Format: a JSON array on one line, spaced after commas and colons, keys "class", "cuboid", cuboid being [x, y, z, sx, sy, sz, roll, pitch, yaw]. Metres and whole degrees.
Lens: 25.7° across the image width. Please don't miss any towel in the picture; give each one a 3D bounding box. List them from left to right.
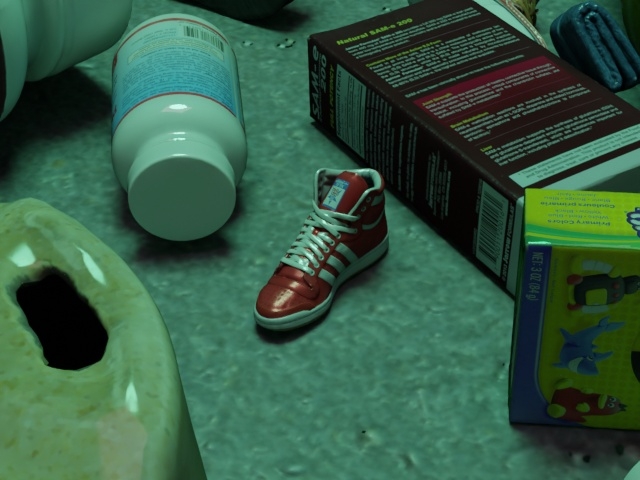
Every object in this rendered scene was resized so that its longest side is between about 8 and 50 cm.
[{"class": "towel", "cuboid": [0.186, -0.129, 0.956, 0.029, 0.067, 0.119, -30, 2, 4]}]

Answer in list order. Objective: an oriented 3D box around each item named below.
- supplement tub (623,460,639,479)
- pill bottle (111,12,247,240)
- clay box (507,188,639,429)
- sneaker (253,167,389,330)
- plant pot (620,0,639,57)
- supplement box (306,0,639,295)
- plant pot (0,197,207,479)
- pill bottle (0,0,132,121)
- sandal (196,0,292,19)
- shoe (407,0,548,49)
[{"class": "supplement tub", "cuboid": [0.187, 0.148, 0.638, 0.071, 0.071, 0.107, -11, 39, -12]}, {"class": "pill bottle", "cuboid": [-0.093, -0.074, 0.913, 0.087, 0.087, 0.160, -4, 38, -4]}, {"class": "clay box", "cuboid": [0.212, 0.041, 0.727, 0.222, 0.127, 0.053, 3, 39, 6]}, {"class": "sneaker", "cuboid": [0.000, 0.000, 0.832, 0.042, 0.067, 0.118, 23, 44, 28]}, {"class": "plant pot", "cuboid": [0.347, -0.275, 0.985, 0.366, 0.366, 0.353, 7, 50, 11]}, {"class": "supplement box", "cuboid": [0.107, -0.073, 0.918, 0.130, 0.073, 0.239, -21, 43, -25]}, {"class": "plant pot", "cuboid": [-0.143, 0.157, 0.444, 0.333, 0.305, 0.334, -1, 38, 0]}, {"class": "pill bottle", "cuboid": [-0.331, -0.141, 0.893, 0.392, 0.224, 0.224, -30, 46, -32]}, {"class": "sandal", "cuboid": [-0.210, -0.294, 1.129, 0.445, 0.168, 0.107, 22, 39, 26]}, {"class": "shoe", "cuboid": [0.139, -0.172, 1.050, 0.081, 0.063, 0.178, -22, 38, -16]}]
